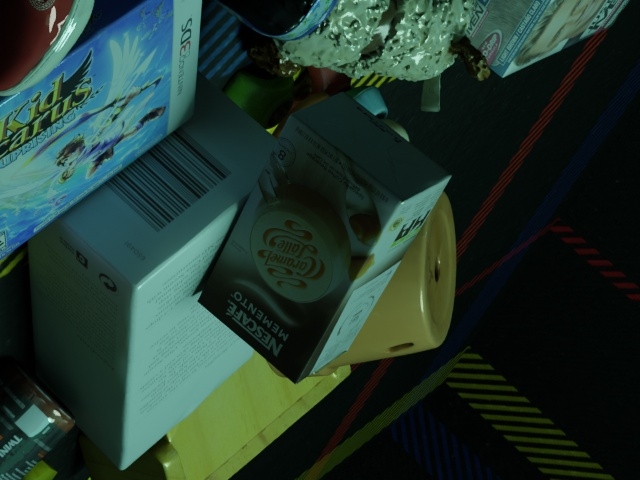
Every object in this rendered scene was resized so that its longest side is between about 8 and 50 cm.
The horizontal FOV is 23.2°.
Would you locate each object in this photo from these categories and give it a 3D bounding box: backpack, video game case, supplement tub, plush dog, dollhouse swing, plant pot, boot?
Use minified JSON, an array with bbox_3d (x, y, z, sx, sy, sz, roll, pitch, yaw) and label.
[{"bbox_3d":[-0.039,-0.244,1.453,0.105,0.114,0.084,-51,164,11],"label":"backpack"},{"bbox_3d":[-0.221,-0.120,1.377,0.269,0.061,0.244,-40,162,-24],"label":"video game case"},{"bbox_3d":[-0.378,0.238,1.754,0.198,0.106,0.106,-46,165,-8],"label":"supplement tub"},{"bbox_3d":[0.043,-0.238,1.611,0.225,0.210,0.262,-2,138,-36],"label":"plush dog"},{"bbox_3d":[-0.181,0.151,2.160,0.347,0.305,0.315,-38,-156,-31],"label":"dollhouse swing"},{"bbox_3d":[0.054,0.033,1.967,0.291,0.203,0.291,2,90,-74],"label":"plant pot"},{"bbox_3d":[-0.225,-0.213,1.099,0.244,0.088,0.176,-61,160,18],"label":"boot"}]

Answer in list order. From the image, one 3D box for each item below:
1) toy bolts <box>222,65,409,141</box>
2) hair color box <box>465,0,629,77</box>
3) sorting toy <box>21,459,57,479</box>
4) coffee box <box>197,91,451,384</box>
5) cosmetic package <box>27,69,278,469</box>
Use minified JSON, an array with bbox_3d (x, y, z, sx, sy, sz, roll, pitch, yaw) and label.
[{"bbox_3d":[-0.010,-0.104,1.794,0.228,0.158,0.218,-30,157,-47],"label":"toy bolts"},{"bbox_3d":[0.345,-0.361,2.215,0.347,0.105,0.174,-28,155,-49],"label":"hair color box"},{"bbox_3d":[-0.451,0.381,2.032,0.307,0.041,0.229,-34,160,-41],"label":"sorting toy"},{"bbox_3d":[0.000,0.000,1.515,0.098,0.141,0.246,-30,154,-51],"label":"coffee box"},{"bbox_3d":[-0.181,0.044,1.696,0.230,0.161,0.453,-40,162,-27],"label":"cosmetic package"}]
